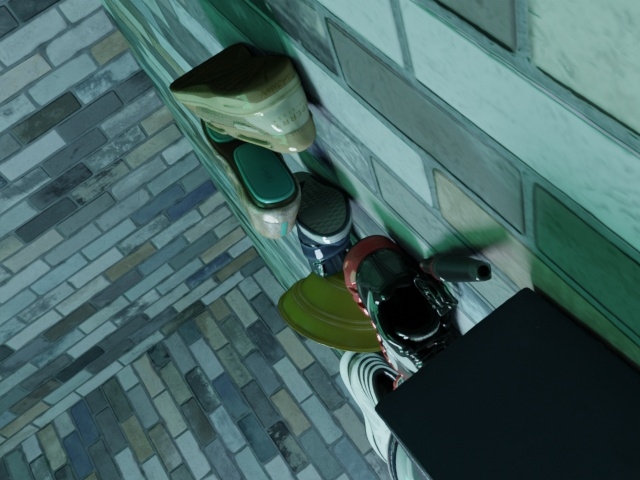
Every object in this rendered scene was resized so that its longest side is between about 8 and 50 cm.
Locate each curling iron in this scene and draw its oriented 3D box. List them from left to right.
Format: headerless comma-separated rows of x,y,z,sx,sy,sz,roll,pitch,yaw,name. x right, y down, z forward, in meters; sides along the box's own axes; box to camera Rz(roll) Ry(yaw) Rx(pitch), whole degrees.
0.141,0.039,0.753,0.068,0.035,0.274,56,174,6,curling iron

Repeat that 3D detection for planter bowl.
0.043,0.093,1.224,0.217,0.217,0.090,44,126,50,planter bowl

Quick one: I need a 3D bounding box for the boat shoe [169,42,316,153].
-0.111,-0.184,0.968,0.110,0.121,0.341,59,170,-28,boat shoe

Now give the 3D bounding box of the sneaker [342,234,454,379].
0.128,0.123,0.964,0.276,0.097,0.135,59,174,-26,sneaker

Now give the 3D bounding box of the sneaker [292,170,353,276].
0.015,-0.003,1.105,0.163,0.086,0.226,66,174,-27,sneaker

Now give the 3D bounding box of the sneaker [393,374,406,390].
0.235,0.383,1.520,0.225,0.088,0.093,54,171,0,sneaker

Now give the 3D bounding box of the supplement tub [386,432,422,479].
0.203,0.331,1.085,0.191,0.191,0.272,52,172,11,supplement tub

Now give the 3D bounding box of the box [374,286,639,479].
0.248,0.269,0.595,0.343,0.179,0.313,45,170,46,box

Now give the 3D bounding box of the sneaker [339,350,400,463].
0.208,0.482,1.804,0.448,0.169,0.257,59,173,-17,sneaker

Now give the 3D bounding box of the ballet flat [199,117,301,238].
-0.110,-0.122,1.078,0.106,0.107,0.316,85,167,-50,ballet flat
